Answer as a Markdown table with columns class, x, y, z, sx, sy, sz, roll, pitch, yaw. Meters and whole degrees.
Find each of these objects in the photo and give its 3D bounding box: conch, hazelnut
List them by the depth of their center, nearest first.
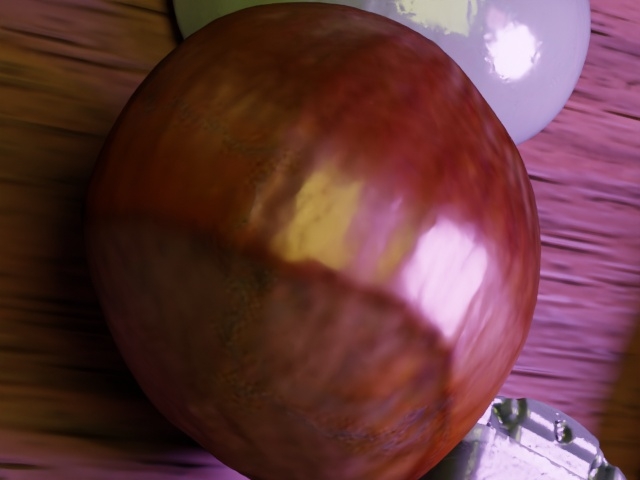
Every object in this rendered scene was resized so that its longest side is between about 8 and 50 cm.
| class | x | y | z | sx | sy | sz | roll | pitch | yaw |
| --- | --- | --- | --- | --- | --- | --- | --- | --- | --- |
| hazelnut | 0.000 | 0.000 | 0.719 | 0.214 | 0.176 | 0.214 | -8 | 102 | -46 |
| conch | 0.037 | -0.130 | 0.843 | 0.221 | 0.121 | 0.185 | 3 | 44 | -30 |

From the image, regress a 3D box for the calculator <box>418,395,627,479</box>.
| class | x | y | z | sx | sy | sz | roll | pitch | yaw |
| --- | --- | --- | --- | --- | --- | --- | --- | --- | --- |
| calculator | 0.089 | 0.192 | 0.804 | 0.141 | 0.045 | 0.246 | 29 | 60 | -25 |
